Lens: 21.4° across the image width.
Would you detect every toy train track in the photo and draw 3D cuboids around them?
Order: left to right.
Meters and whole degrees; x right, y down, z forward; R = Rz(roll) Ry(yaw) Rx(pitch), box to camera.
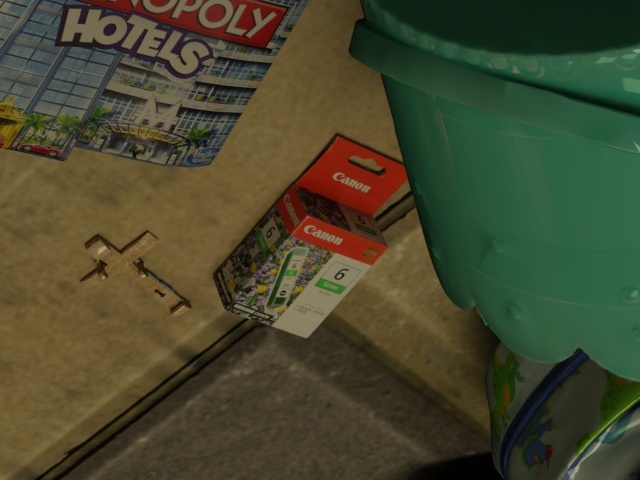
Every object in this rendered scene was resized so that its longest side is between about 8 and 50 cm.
[{"bbox_3d":[-0.098,0.023,0.926,0.048,0.014,0.083,-36,137,13],"label":"toy train track"}]

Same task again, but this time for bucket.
[{"bbox_3d":[0.148,-0.094,0.742,0.281,0.281,0.183,-25,132,1],"label":"bucket"}]

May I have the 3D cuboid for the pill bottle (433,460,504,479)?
[{"bbox_3d":[0.107,0.265,1.179,0.123,0.122,0.219,-7,135,-18],"label":"pill bottle"}]

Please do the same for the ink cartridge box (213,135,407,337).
[{"bbox_3d":[0.000,0.000,0.935,0.063,0.029,0.115,21,122,-38],"label":"ink cartridge box"}]

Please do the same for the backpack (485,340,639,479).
[{"bbox_3d":[0.273,0.081,1.006,0.356,0.273,0.290,-14,145,7],"label":"backpack"}]

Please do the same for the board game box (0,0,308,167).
[{"bbox_3d":[-0.083,-0.124,0.752,0.194,0.060,0.194,11,128,-33],"label":"board game box"}]
